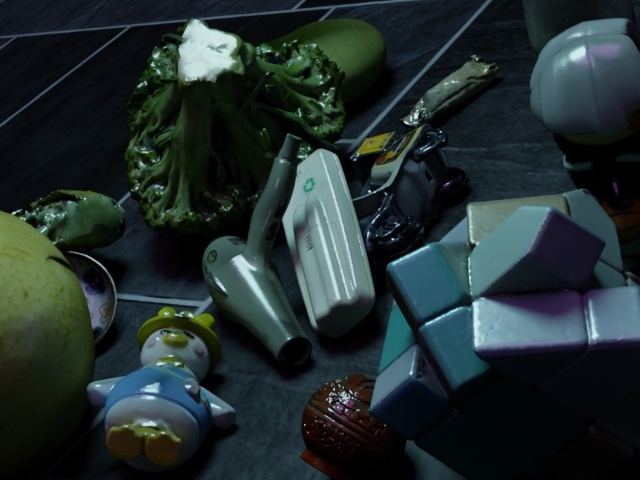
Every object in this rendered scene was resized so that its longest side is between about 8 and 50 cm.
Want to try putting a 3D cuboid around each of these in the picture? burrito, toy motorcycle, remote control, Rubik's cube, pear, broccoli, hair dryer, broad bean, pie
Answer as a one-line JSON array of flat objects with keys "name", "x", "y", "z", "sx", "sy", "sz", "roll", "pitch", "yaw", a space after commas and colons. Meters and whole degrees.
[{"name": "burrito", "x": 0.181, "y": -0.206, "z": 1.696, "sx": 0.171, "sy": 0.042, "sz": 0.051, "roll": -34, "pitch": 34, "yaw": -27}, {"name": "toy motorcycle", "x": 0.080, "y": -0.049, "z": 1.455, "sx": 0.157, "sy": 0.091, "sz": 0.263, "roll": -13, "pitch": 27, "yaw": 32}, {"name": "remote control", "x": 0.001, "y": 0.000, "z": 1.363, "sx": 0.090, "sy": 0.049, "sz": 0.230, "roll": -43, "pitch": 43, "yaw": 29}, {"name": "Rubik's cube", "x": 0.172, "y": 0.065, "z": 0.997, "sx": 0.213, "sy": 0.265, "sz": 0.224, "roll": -46, "pitch": 18, "yaw": 36}, {"name": "pear", "x": -0.382, "y": 0.117, "z": 1.283, "sx": 0.309, "sy": 0.309, "sz": 0.309, "roll": -16, "pitch": 29, "yaw": 10}, {"name": "broccoli", "x": -0.115, "y": -0.153, "z": 1.569, "sx": 0.304, "sy": 0.283, "sz": 0.321, "roll": -6, "pitch": 61, "yaw": 2}, {"name": "hair dryer", "x": -0.048, "y": 0.032, "z": 1.339, "sx": 0.088, "sy": 0.225, "sz": 0.219, "roll": 6, "pitch": 46, "yaw": -33}, {"name": "broad bean", "x": -0.037, "y": -0.250, "z": 1.837, "sx": 0.291, "sy": 0.119, "sz": 0.238, "roll": -22, "pitch": 20, "yaw": -5}, {"name": "pie", "x": -0.439, "y": 0.007, "z": 1.586, "sx": 0.371, "sy": 0.078, "sz": 0.296, "roll": -11, "pitch": -6, "yaw": -11}]

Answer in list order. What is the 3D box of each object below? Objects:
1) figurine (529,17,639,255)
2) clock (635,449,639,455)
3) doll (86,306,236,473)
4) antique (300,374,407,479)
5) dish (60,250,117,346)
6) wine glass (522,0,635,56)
[{"name": "figurine", "x": 0.294, "y": -0.104, "z": 1.245, "sx": 0.133, "sy": 0.236, "sz": 0.176, "roll": -13, "pitch": 29, "yaw": 14}, {"name": "clock", "x": 0.366, "y": 0.120, "z": 1.040, "sx": 0.235, "sy": 0.029, "sz": 0.235, "roll": -17, "pitch": 31, "yaw": 11}, {"name": "doll", "x": -0.161, "y": 0.152, "z": 1.265, "sx": 0.135, "sy": 0.098, "sz": 0.241, "roll": -18, "pitch": 30, "yaw": 17}, {"name": "antique", "x": 0.032, "y": 0.170, "z": 1.103, "sx": 0.104, "sy": 0.104, "sz": 0.104, "roll": -16, "pitch": 29, "yaw": 10}, {"name": "dish", "x": -0.312, "y": 0.092, "z": 1.503, "sx": 0.141, "sy": 0.078, "sz": 0.141, "roll": -2, "pitch": 66, "yaw": 4}, {"name": "wine glass", "x": 0.315, "y": -0.221, "z": 1.427, "sx": 0.127, "sy": 0.241, "sz": 0.126, "roll": -19, "pitch": 29, "yaw": 11}]
